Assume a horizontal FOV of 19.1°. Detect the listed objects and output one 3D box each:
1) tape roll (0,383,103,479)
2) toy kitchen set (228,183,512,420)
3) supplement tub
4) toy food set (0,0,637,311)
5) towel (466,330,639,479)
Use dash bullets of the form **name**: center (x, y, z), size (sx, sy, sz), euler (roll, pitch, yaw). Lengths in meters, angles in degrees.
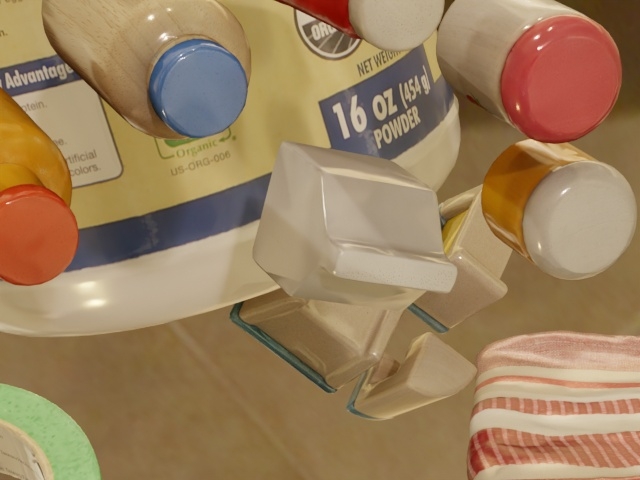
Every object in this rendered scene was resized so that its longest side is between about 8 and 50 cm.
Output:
- **tape roll**: center (-0.347, 0.266, 1.705), size (0.321, 0.077, 0.321), euler (-4, 42, 4)
- **toy kitchen set**: center (0.000, 0.000, 1.158), size (0.122, 0.207, 0.166), euler (-28, 29, 52)
- **supplement tub**: center (-0.087, -0.145, 0.749), size (0.228, 0.228, 0.316), euler (-11, 108, 19)
- **toy food set**: center (0.007, -0.030, 0.537), size (0.104, 0.232, 0.111), euler (42, 119, 61)
- **towel**: center (0.203, 0.095, 1.086), size (0.237, 0.329, 0.037), euler (-4, 98, 6)
